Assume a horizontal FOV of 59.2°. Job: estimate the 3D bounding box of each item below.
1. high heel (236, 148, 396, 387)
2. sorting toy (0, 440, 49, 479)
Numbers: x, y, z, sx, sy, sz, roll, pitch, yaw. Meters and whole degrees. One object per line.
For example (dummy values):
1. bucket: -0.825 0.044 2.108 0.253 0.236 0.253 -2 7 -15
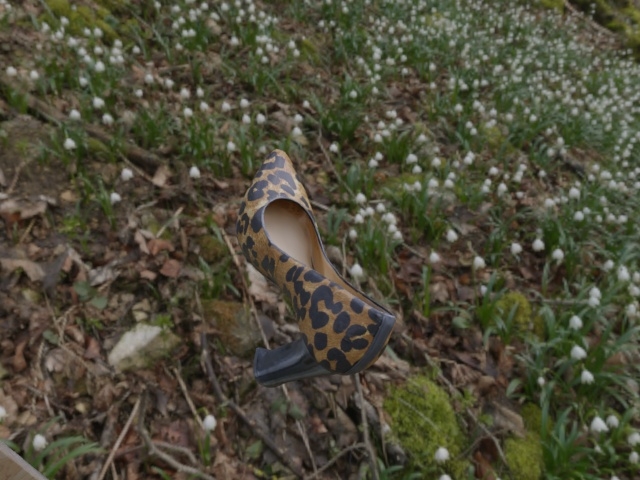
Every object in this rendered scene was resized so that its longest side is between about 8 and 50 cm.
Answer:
1. high heel: 0.000 0.000 0.532 0.093 0.261 0.186 12 -25 -34
2. sorting toy: -0.420 0.332 0.600 0.257 0.255 0.089 -38 52 -25
